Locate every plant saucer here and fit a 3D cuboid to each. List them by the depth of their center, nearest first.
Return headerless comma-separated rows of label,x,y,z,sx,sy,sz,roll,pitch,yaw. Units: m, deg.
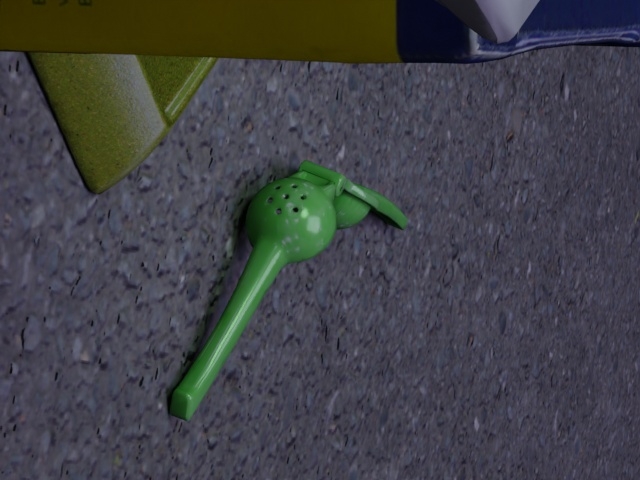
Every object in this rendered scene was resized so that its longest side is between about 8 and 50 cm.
plant saucer,-0.091,-0.150,0.992,0.188,0.045,0.188,-60,144,-38

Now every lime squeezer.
lime squeezer,0.000,0.000,1.188,0.310,0.059,0.110,-40,129,-55

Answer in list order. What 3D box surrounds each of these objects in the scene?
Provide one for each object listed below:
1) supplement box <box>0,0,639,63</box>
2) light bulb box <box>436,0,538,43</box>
supplement box,-0.067,-0.168,0.693,0.194,0.356,0.195,-15,107,-61
light bulb box,-0.014,-0.307,0.429,0.361,0.358,0.225,-56,163,-2
